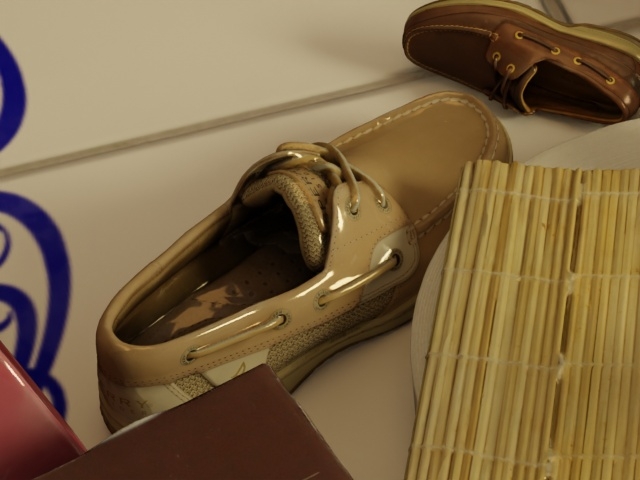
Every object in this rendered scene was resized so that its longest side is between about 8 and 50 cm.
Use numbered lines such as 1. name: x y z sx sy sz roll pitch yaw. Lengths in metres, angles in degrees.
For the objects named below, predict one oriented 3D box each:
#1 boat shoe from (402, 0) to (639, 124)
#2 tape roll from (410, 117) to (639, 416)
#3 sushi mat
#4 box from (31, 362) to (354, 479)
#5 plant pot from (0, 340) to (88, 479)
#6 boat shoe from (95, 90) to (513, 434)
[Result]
1. boat shoe: 0.139 -0.121 1.371 0.178 0.064 0.060 14 49 13
2. tape roll: 0.244 0.076 1.173 0.392 0.072 0.392 -3 46 3
3. sushi mat: 0.134 0.071 1.129 0.151 0.019 0.316 4 48 10
4. box: -0.043 0.211 1.019 0.168 0.167 0.203 -25 51 -17
5. plant pot: -0.258 0.106 1.126 0.180 0.201 0.201 -39 55 -8
6. boat shoe: 0.000 0.000 1.242 0.121 0.110 0.341 32 58 28
